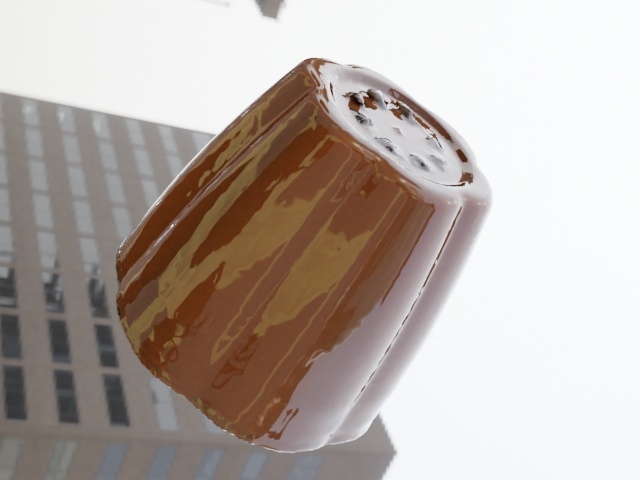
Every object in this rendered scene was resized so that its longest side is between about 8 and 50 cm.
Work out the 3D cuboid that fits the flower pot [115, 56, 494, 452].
[{"bbox_3d":[0.000,0.000,0.605,0.173,0.190,0.191,-52,-143,29],"label":"flower pot"}]
